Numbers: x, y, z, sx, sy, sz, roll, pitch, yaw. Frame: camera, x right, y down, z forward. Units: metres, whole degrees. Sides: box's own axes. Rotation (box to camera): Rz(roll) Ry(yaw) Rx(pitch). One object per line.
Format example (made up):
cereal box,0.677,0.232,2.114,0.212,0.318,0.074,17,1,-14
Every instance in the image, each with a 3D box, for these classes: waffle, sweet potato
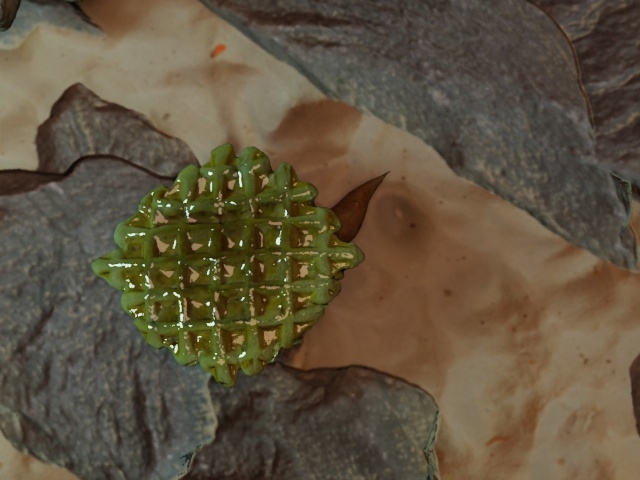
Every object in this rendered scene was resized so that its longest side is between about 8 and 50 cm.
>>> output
waffle,-0.086,0.020,1.673,0.208,0.054,0.214,42,87,19
sweet potato,0.000,0.000,1.721,0.195,0.056,0.056,-43,94,-15

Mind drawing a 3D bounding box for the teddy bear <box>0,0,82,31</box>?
teddy bear,-0.298,-0.311,1.640,0.267,0.151,0.236,8,90,-15
